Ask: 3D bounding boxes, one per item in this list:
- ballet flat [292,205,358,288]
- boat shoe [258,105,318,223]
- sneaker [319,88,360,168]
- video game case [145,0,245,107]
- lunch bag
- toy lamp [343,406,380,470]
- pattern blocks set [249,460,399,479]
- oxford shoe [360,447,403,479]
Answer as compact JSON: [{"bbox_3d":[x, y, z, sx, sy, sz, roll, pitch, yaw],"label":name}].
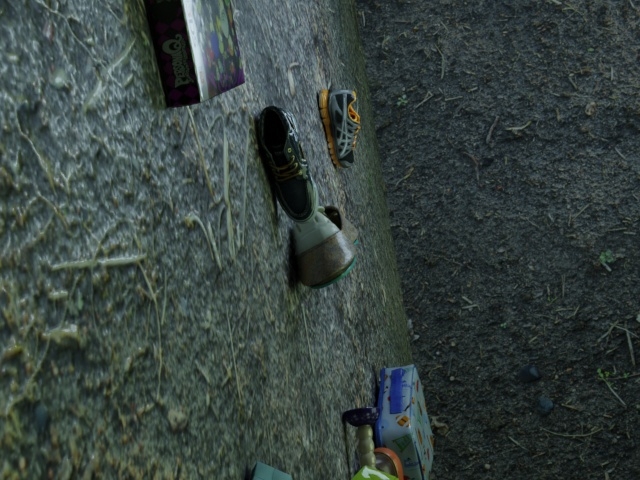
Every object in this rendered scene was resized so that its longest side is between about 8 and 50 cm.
[{"bbox_3d":[0.000,0.000,1.554,0.106,0.107,0.316,60,7,-7],"label":"ballet flat"},{"bbox_3d":[-0.054,-0.113,1.394,0.083,0.065,0.183,-11,85,-79],"label":"boat shoe"},{"bbox_3d":[0.054,-0.251,2.089,0.084,0.083,0.215,-91,170,-45],"label":"sneaker"},{"bbox_3d":[-0.144,-0.268,1.044,0.232,0.041,0.210,-63,145,-74],"label":"video game case"},{"bbox_3d":[0.194,0.445,2.205,0.303,0.114,0.243,-79,156,-62],"label":"lunch bag"},{"bbox_3d":[0.091,0.448,1.692,0.080,0.080,0.275,56,24,-69],"label":"toy lamp"},{"bbox_3d":[0.062,0.364,1.008,0.285,0.324,0.026,-94,-153,-52],"label":"pattern blocks set"},{"bbox_3d":[0.120,0.548,1.792,0.098,0.096,0.272,-17,94,-60],"label":"oxford shoe"}]
